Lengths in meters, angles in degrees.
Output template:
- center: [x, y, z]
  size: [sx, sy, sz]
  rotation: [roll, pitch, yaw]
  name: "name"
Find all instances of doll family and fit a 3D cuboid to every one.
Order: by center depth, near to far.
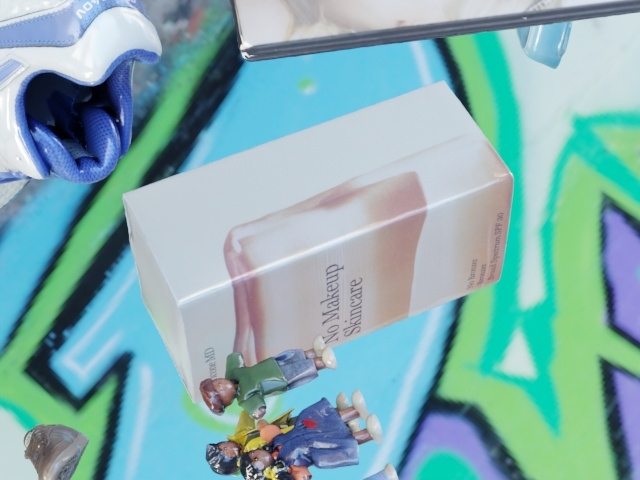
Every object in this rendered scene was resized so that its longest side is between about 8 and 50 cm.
- center: [-0.021, 0.141, 0.902]
  size: [0.111, 0.193, 0.076]
  rotation: [-19, 118, -12]
  name: "doll family"

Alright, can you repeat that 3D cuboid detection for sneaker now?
- center: [-0.177, -0.071, 0.809]
  size: [0.112, 0.131, 0.296]
  rotation: [-24, 164, -30]
  name: "sneaker"
- center: [-0.323, 0.256, 1.648]
  size: [0.188, 0.071, 0.066]
  rotation: [156, -43, -87]
  name: "sneaker"

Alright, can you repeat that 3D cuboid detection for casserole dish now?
- center: [0.219, -0.253, 1.401]
  size: [0.037, 0.188, 0.114]
  rotation: [2, 130, -5]
  name: "casserole dish"

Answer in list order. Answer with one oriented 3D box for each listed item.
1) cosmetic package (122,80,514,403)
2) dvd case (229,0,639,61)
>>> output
- center: [0.000, 0.000, 1.169]
  size: [0.296, 0.129, 0.153]
  rotation: [-21, 145, -14]
  name: "cosmetic package"
- center: [0.069, -0.176, 0.578]
  size: [0.022, 0.253, 0.180]
  rotation: [-59, 141, -64]
  name: "dvd case"
